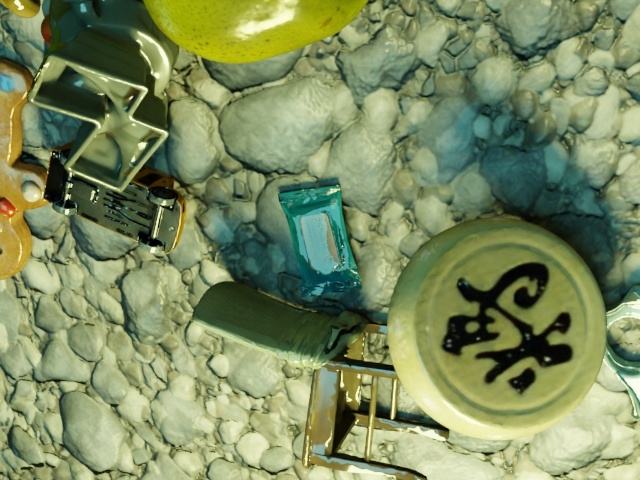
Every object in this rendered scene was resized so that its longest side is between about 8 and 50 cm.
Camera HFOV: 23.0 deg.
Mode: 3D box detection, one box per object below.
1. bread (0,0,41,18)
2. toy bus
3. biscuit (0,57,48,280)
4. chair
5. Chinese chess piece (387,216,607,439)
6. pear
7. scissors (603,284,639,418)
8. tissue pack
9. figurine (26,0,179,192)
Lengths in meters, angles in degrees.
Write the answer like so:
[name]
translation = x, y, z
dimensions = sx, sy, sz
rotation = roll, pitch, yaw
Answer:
[bread]
translation = -0.334, -0.378, 1.896
dimensions = 0.081, 0.134, 0.225
rotation = 18, 123, -24
[toy bus]
translation = -0.253, -0.059, 2.013
dimensions = 0.194, 0.088, 0.083
rotation = 23, 118, 14
[biscuit]
translation = -0.454, -0.092, 2.104
dimensions = 0.205, 0.049, 0.324
rotation = 9, 116, 17
[chair]
translation = 0.001, 0.174, 1.970
dimensions = 0.319, 0.160, 0.186
rotation = 10, 113, 14
[Chinese chess piece]
translation = 0.203, 0.101, 1.816
dimensions = 0.257, 0.104, 0.257
rotation = 1, 84, -14
[pear]
translation = -0.078, -0.336, 1.732
dimensions = 0.294, 0.294, 0.294
rotation = 8, 114, 18
[scissors]
translation = 0.410, 0.224, 1.901
dimensions = 0.191, 0.029, 0.360
rotation = 9, 114, 16
[tissue pack]
translation = 0.000, 0.000, 1.974
dimensions = 0.085, 0.028, 0.138
rotation = -9, 103, 21
[figurine]
translation = -0.248, -0.231, 1.839
dimensions = 0.167, 0.285, 0.342
rotation = 3, 140, -6
